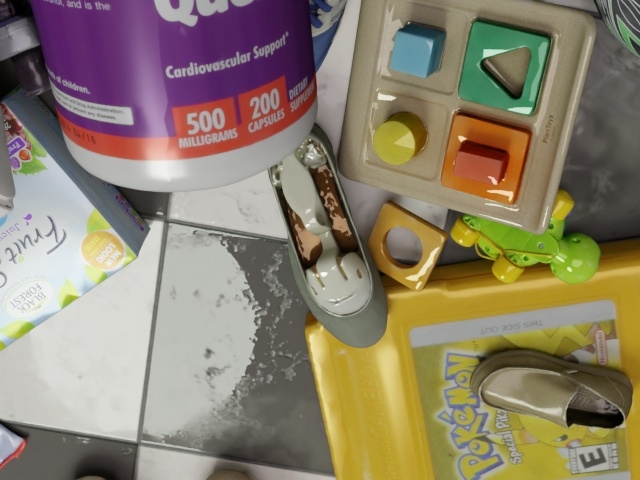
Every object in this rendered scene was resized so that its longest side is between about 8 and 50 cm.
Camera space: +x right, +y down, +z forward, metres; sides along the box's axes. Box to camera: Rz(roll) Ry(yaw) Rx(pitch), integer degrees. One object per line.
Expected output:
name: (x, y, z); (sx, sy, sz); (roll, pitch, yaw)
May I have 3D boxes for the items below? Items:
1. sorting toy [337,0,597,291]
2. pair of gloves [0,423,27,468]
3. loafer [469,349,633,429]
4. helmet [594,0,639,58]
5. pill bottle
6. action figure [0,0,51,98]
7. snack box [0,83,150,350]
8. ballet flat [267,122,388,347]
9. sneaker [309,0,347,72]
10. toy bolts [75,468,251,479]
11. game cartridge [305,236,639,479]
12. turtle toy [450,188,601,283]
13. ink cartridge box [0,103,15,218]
sorting toy: (0.102, -0.106, 0.817); (0.196, 0.047, 0.348); (19, 117, 22)
pair of gloves: (-0.403, 0.209, 1.038); (0.159, 0.023, 0.198); (41, 109, -15)
loafer: (0.207, 0.134, 0.916); (0.148, 0.050, 0.056); (4, 115, 1)
helmet: (0.274, -0.206, 0.748); (0.161, 0.169, 0.169); (-4, 116, -14)
pill bottle: (-0.102, -0.204, 0.654); (0.181, 0.181, 0.323); (-4, 124, 4)
action figure: (-0.258, -0.252, 0.783); (0.185, 0.099, 0.285); (-20, 109, 19)
snack box: (-0.285, -0.008, 0.907); (0.207, 0.070, 0.174); (-32, 110, 16)
ballet flat: (0.000, 0.000, 0.876); (0.072, 0.068, 0.213); (-18, 98, 10)
sneaker: (-0.012, -0.219, 0.768); (0.111, 0.131, 0.296); (21, 115, -10)
toy bolts: (-0.166, 0.323, 1.052); (0.228, 0.159, 0.218); (4, 156, -11)
game cartridge: (0.163, 0.153, 0.979); (0.323, 0.053, 0.285); (-10, 114, 5)
turtle toy: (0.180, -0.011, 0.882); (0.130, 0.066, 0.095); (43, 114, 20)
ink cartridge box: (-0.390, -0.050, 0.806); (0.278, 0.201, 0.117); (-32, 145, 15)
